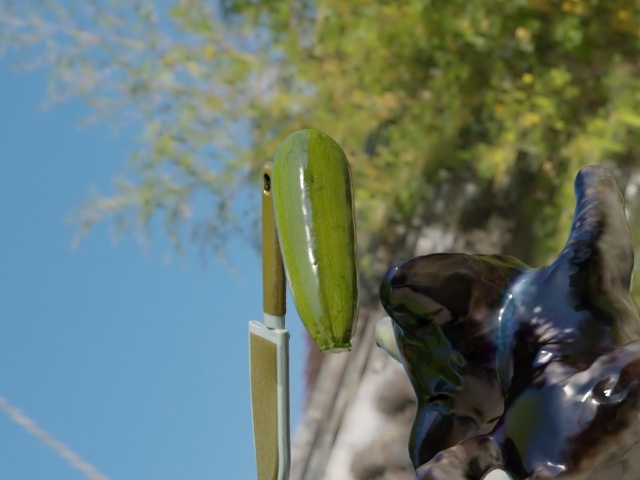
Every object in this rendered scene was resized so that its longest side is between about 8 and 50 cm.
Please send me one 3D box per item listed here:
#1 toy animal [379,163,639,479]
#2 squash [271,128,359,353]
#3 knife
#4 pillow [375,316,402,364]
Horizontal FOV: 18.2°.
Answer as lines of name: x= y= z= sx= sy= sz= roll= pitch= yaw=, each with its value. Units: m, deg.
toy animal: x=0.152 y=0.099 z=1.420 sx=0.302 sy=0.344 sz=0.194 roll=-17 pitch=-61 yaw=-20
squash: x=0.000 y=0.000 z=1.580 sx=0.066 sy=0.066 sz=0.201 roll=75 pitch=-175 yaw=-61
knife: x=-0.044 y=0.092 z=1.842 sx=0.027 sy=0.061 sz=0.343 roll=-9 pitch=-74 yaw=-32
pillow: x=0.141 y=0.096 z=2.011 sx=0.181 sy=0.134 sz=0.078 roll=-152 pitch=46 yaw=-66
